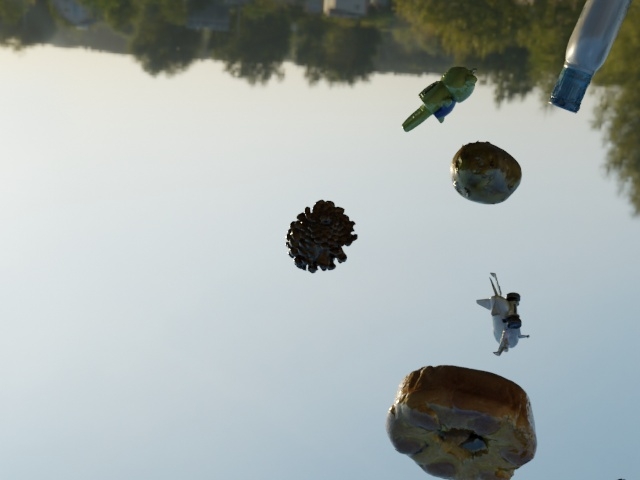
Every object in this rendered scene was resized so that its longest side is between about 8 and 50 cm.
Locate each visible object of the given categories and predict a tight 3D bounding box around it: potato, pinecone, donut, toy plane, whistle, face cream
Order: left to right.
[{"bbox_3d":[-0.001,-0.002,2.208,0.150,0.195,0.179,20,-144,-57],"label":"pinecone"},{"bbox_3d":[0.291,-0.341,2.048,0.085,0.227,0.105,44,-168,-24],"label":"whistle"},{"bbox_3d":[0.309,0.399,1.831,0.317,0.299,0.150,35,-136,-13],"label":"donut"},{"bbox_3d":[0.356,-0.148,1.841,0.176,0.137,0.137,26,178,-38],"label":"potato"},{"bbox_3d":[0.492,0.215,2.234,0.101,0.255,0.251,-11,-132,23],"label":"toy plane"},{"bbox_3d":[0.540,-0.415,1.640,0.080,0.337,0.163,24,-168,13],"label":"face cream"}]

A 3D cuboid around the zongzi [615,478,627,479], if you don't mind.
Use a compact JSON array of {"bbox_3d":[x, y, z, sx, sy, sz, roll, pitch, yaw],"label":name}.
[{"bbox_3d":[0.630,0.639,1.857,0.178,0.189,0.081,-33,-134,-30],"label":"zongzi"}]
